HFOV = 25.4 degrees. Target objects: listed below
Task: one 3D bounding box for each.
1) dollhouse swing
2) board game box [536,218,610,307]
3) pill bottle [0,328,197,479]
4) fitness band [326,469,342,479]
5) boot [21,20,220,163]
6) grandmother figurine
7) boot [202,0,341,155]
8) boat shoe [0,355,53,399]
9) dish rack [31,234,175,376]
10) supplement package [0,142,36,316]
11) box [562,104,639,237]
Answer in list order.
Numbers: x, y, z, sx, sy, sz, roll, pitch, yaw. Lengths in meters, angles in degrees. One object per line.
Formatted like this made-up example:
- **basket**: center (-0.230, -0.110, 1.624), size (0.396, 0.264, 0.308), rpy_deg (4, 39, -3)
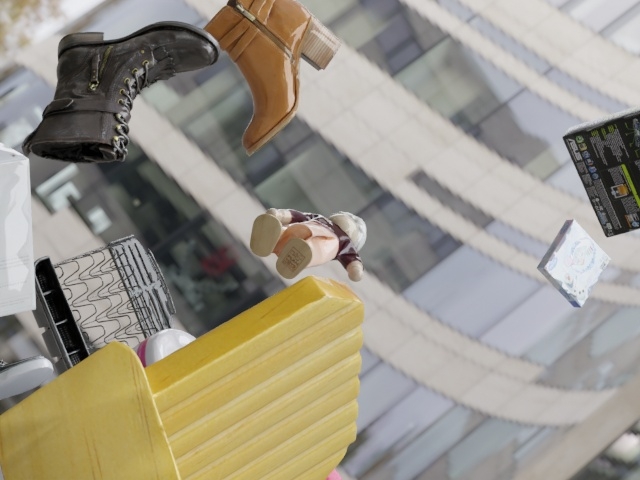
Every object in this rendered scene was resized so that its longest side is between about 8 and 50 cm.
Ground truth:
- **dollhouse swing**: center (-0.062, 0.253, 1.100), size (0.347, 0.305, 0.315), rpy_deg (92, -22, -50)
- **board game box**: center (0.359, 0.032, 2.011), size (0.090, 0.090, 0.020), rpy_deg (45, -23, -23)
- **pill bottle**: center (-0.247, 0.239, 1.684), size (0.160, 0.283, 0.160), rpy_deg (48, 21, -25)
- **fitness band**: center (-0.076, 0.377, 2.016), size (0.291, 0.209, 0.054), rpy_deg (40, -31, -23)
- **boot**: center (-0.274, -0.195, 1.993), size (0.091, 0.263, 0.229), rpy_deg (78, 9, -48)
- **grandmother figurine**: center (0.000, 0.000, 2.538), size (0.208, 0.104, 0.342), rpy_deg (47, 19, 9)
- **boot**: center (-0.120, -0.316, 2.547), size (0.220, 0.283, 0.109), rpy_deg (34, -4, -11)
- **boat shoe**: center (-0.367, 0.156, 1.593), size (0.049, 0.142, 0.040), rpy_deg (46, 23, -62)
- **dish rack**: center (-0.342, 0.102, 2.288), size (0.074, 0.271, 0.208), rpy_deg (-21, -89, 44)
- **supplement package**: center (-0.386, -0.011, 1.573), size (0.105, 0.105, 0.179), rpy_deg (26, -59, 51)
- **box**: center (0.504, -0.115, 2.252), size (0.184, 0.045, 0.190), rpy_deg (-19, -74, 31)
